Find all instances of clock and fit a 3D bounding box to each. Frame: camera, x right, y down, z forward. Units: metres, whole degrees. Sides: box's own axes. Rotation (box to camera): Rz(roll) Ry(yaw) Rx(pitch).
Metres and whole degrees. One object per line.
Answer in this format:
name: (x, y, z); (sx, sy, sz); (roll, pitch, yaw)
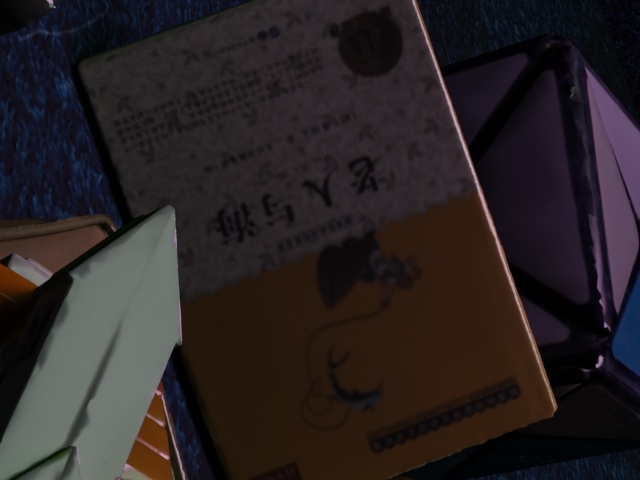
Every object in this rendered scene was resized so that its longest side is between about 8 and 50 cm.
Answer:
clock: (-0.179, 0.122, 0.912); (0.166, 0.235, 0.309); (35, 58, -23)

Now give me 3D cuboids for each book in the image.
book: (0.000, 0.000, 1.516); (0.032, 0.269, 0.389); (-143, -147, -83)

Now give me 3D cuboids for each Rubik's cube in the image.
Rubik's cube: (0.157, 0.039, 1.761); (0.305, 0.307, 0.310); (39, 42, -57)

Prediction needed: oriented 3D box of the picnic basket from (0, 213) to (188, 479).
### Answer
picnic basket: (-0.181, 0.121, 1.147); (0.165, 0.139, 0.267); (-15, 89, -67)

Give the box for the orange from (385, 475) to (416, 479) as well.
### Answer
orange: (0.068, 0.245, 1.727); (0.085, 0.085, 0.085); (47, 34, -47)

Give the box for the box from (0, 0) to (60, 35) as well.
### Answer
box: (-0.239, -0.275, 1.316); (0.274, 0.138, 0.178); (-78, 150, -44)
